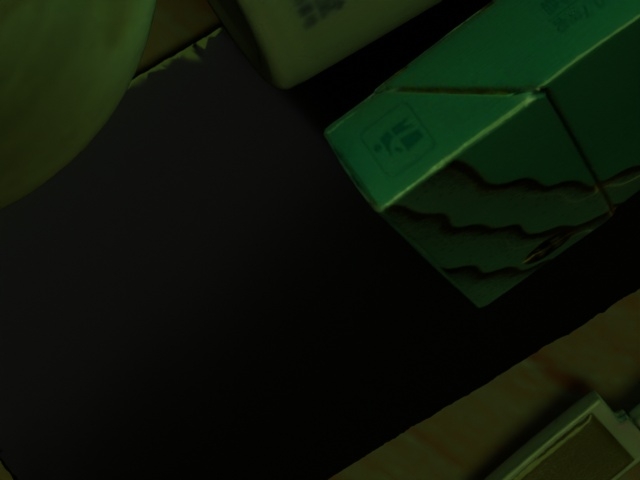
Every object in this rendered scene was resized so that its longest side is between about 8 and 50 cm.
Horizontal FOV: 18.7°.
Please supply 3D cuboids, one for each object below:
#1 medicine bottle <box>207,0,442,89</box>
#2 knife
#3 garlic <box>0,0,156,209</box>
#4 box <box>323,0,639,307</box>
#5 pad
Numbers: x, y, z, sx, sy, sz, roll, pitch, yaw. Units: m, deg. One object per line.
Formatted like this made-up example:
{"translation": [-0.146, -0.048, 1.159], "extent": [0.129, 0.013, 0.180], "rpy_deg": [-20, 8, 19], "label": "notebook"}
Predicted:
{"translation": [0.099, -0.188, 0.631], "extent": [0.341, 0.130, 0.130], "rpy_deg": [-32, 120, -3], "label": "medicine bottle"}
{"translation": [0.119, 0.081, 0.822], "extent": [0.256, 0.022, 0.046], "rpy_deg": [-39, 127, 6], "label": "knife"}
{"translation": [-0.174, -0.120, 0.548], "extent": [0.281, 0.185, 0.203], "rpy_deg": [25, 102, -5], "label": "garlic"}
{"translation": [0.121, -0.070, 0.676], "extent": [0.229, 0.041, 0.162], "rpy_deg": [-37, 159, 5], "label": "box"}
{"translation": [0.000, 0.000, 0.754], "extent": [0.300, 0.005, 0.202], "rpy_deg": [-32, 120, -3], "label": "pad"}
